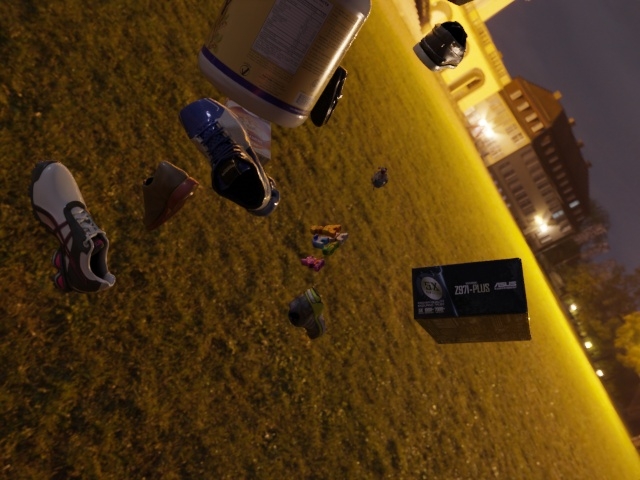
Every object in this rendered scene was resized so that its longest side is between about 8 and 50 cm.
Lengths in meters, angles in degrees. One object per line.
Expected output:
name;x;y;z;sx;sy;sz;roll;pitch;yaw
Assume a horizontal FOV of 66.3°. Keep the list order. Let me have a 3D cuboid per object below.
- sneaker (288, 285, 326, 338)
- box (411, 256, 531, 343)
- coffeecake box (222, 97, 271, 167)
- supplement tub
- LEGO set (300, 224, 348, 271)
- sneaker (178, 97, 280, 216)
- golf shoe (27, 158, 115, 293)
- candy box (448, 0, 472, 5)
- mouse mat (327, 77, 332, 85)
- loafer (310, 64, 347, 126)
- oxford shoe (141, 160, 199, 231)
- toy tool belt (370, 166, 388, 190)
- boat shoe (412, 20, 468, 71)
sneaker;-0.056;0.276;1.790;0.300;0.121;0.111;84;-17;-51
box;0.227;0.096;0.725;0.180;0.147;0.078;43;44;-57
coffeecake box;-0.215;-0.301;1.379;0.142;0.068;0.186;23;44;-31
supplement tub;-0.056;-0.410;0.914;0.241;0.331;0.241;29;21;-13
LEGO set;0.000;0.000;1.568;0.227;0.093;0.087;-44;138;-50
sneaker;-0.207;-0.194;1.128;0.315;0.127;0.182;55;3;-4
golf shoe;-0.473;-0.027;0.959;0.105;0.120;0.273;-45;131;-61
candy box;0.401;-0.730;1.224;0.071;0.234;0.159;12;8;-21
mouse mat;-0.046;-0.494;1.379;0.153;0.189;0.007;105;-31;-53
loafer;0.038;-0.478;1.639;0.078;0.220;0.080;-10;47;-44
oxford shoe;-0.488;-0.137;1.504;0.130;0.348;0.123;47;48;-10
toy tool belt;0.180;-0.185;1.496;0.052;0.051;0.083;28;-17;2
boat shoe;0.330;-0.505;1.255;0.109;0.091;0.305;49;37;0
